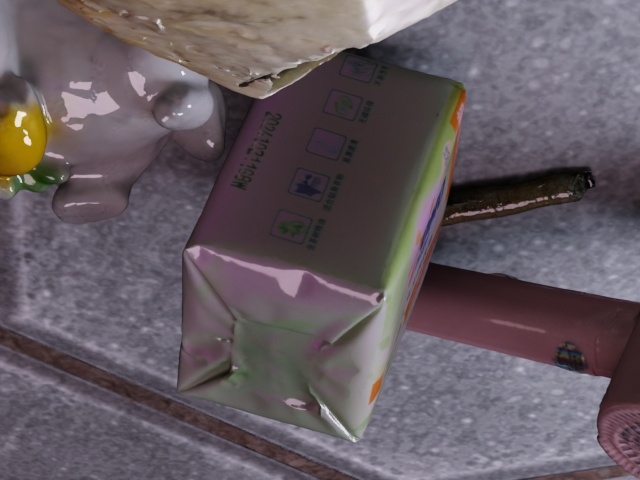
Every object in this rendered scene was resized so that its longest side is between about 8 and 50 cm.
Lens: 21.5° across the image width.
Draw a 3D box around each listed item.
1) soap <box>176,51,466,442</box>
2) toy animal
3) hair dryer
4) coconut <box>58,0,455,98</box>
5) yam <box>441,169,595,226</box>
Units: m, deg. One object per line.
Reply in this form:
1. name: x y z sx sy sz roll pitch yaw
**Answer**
1. soap: 0.000 0.000 1.116 0.138 0.199 0.182 17 143 8
2. toy animal: -0.224 -0.110 1.035 0.325 0.154 0.208 0 141 2
3. hair dryer: 0.191 0.043 1.220 0.352 0.210 0.125 12 150 33
4. coconut: -0.029 -0.234 0.736 0.352 0.353 0.353 3 144 2
5. yam: 0.133 -0.031 1.216 0.129 0.027 0.033 -11 142 18
